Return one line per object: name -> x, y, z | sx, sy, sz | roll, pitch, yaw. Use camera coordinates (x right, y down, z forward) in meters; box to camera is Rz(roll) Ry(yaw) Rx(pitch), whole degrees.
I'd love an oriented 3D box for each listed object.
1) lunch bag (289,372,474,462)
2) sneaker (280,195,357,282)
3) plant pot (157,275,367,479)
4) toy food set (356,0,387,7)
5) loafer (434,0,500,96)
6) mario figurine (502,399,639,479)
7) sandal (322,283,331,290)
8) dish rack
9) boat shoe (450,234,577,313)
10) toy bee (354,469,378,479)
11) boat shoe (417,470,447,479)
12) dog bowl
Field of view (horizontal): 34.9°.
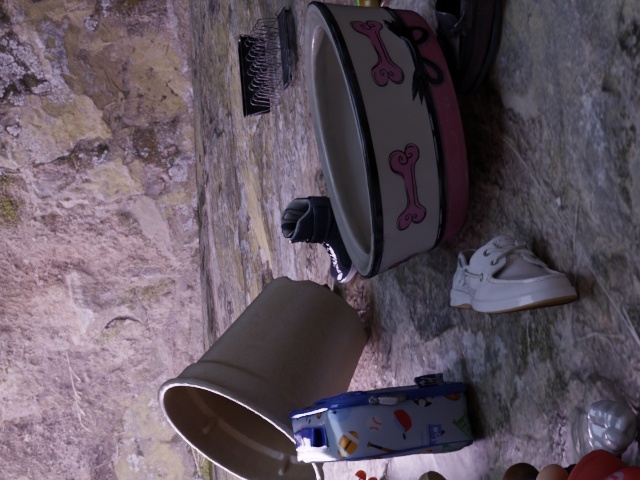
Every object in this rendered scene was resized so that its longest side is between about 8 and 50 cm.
lunch bag -> 0.082, 0.280, 1.555 | 0.303, 0.243, 0.114 | 138, 127, -69
sneaker -> 0.000, -0.002, 1.909 | 0.226, 0.164, 0.086 | 103, 155, -45
plant pot -> -0.077, 0.245, 1.863 | 0.305, 0.334, 0.333 | -58, -3, -32
toy food set -> 0.090, -0.454, 1.747 | 0.192, 0.039, 0.132 | 174, 93, -72
loafer -> 0.188, -0.334, 1.359 | 0.109, 0.095, 0.302 | -115, 28, -49
mario figurine -> 0.257, 0.287, 1.131 | 0.320, 0.170, 0.198 | 129, 137, -67
sandal -> -0.001, 0.195, 2.107 | 0.090, 0.060, 0.219 | -119, 31, -54
dish rack -> -0.126, -0.419, 2.385 | 0.271, 0.074, 0.208 | 150, 115, -70
boat shoe -> 0.230, 0.041, 1.288 | 0.277, 0.098, 0.096 | 174, 92, -74
toy bee -> 0.039, 0.504, 1.874 | 0.298, 0.195, 0.162 | -127, 61, -78
boat shoe -> 0.207, 0.404, 1.496 | 0.190, 0.068, 0.072 | 55, 133, 43
dog bowl -> 0.093, -0.156, 1.488 | 0.408, 0.151, 0.407 | 168, 90, -83
